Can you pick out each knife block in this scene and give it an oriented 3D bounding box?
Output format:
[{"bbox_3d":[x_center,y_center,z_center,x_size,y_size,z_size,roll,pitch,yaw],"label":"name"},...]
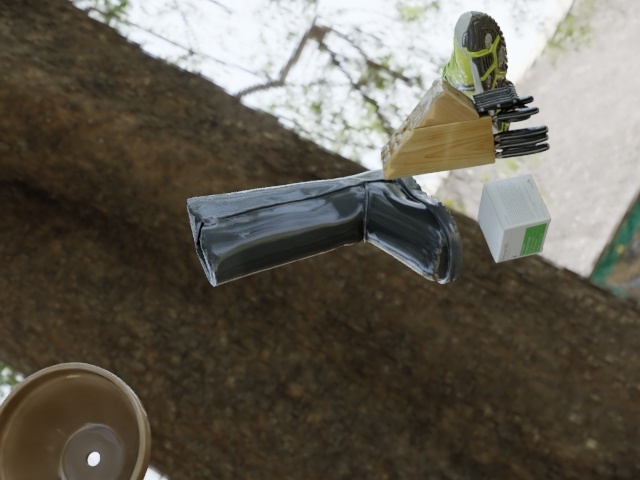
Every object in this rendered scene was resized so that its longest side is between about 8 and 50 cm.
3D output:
[{"bbox_3d":[0.279,-0.181,2.173,0.275,0.242,0.088,-52,15,21],"label":"knife block"}]

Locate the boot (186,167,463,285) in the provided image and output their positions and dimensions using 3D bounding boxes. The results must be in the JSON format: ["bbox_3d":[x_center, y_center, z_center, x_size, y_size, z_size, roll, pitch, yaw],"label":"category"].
[{"bbox_3d":[-0.001,-0.001,2.177,0.445,0.367,0.146,-9,-61,-16],"label":"boot"}]

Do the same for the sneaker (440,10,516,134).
[{"bbox_3d":[0.298,-0.323,2.333,0.384,0.147,0.145,64,-135,-59],"label":"sneaker"}]

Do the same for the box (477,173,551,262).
[{"bbox_3d":[0.320,-0.037,1.918,0.087,0.102,0.101,-12,-33,-8],"label":"box"}]

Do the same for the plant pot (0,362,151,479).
[{"bbox_3d":[-0.336,0.297,1.609,0.237,0.237,0.110,-59,-23,-11],"label":"plant pot"}]
